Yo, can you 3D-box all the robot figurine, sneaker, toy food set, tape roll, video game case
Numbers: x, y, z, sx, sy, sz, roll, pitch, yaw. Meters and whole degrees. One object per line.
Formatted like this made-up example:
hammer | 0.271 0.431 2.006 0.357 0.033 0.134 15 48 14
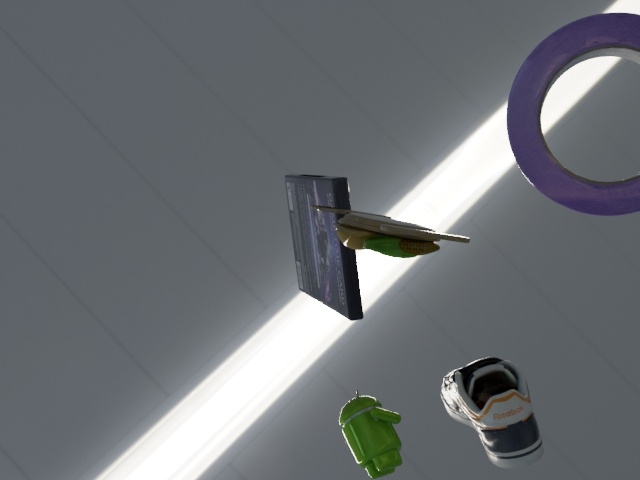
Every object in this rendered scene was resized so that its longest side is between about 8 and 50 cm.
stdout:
robot figurine | 0.068 0.266 1.105 0.067 0.101 0.115 -9 -124 -30
sneaker | 0.279 0.251 1.349 0.126 0.321 0.128 -19 -78 -6
toy food set | 0.075 -0.005 0.945 0.132 0.192 0.039 8 -84 -26
tape roll | 0.402 -0.173 1.126 0.275 0.275 0.090 49 -165 6
video game case | 0.000 0.000 1.203 0.026 0.274 0.196 -9 -82 -16
